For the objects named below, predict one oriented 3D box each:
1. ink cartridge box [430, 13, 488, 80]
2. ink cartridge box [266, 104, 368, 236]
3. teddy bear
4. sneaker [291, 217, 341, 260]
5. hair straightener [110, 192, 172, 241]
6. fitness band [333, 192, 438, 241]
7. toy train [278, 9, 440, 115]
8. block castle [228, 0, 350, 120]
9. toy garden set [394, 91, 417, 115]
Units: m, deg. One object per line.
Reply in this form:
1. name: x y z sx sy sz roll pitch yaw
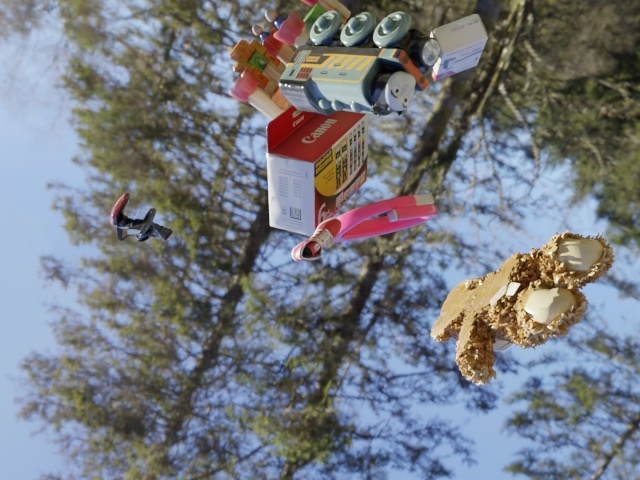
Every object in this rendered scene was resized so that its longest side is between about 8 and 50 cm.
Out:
1. ink cartridge box: 0.269 -0.382 1.521 0.135 0.099 0.056 75 174 -80
2. ink cartridge box: -0.001 -0.206 1.855 0.130 0.271 0.309 15 -143 22
3. teddy bear: 0.292 0.097 1.096 0.113 0.338 0.245 34 -129 -7
4. sneaker: 0.000 0.000 1.466 0.042 0.118 0.067 51 170 -10
5. hair straightener: -0.261 -0.014 1.095 0.089 0.047 0.230 31 163 -13
6. fitness band: 0.152 -0.049 1.815 0.291 0.209 0.054 -8 -102 -44
7. toy train: 0.069 -0.322 1.437 0.334 0.190 0.142 19 165 46
8. block castle: -0.100 -0.565 2.185 0.213 0.303 0.453 37 -149 -14
9. toy garden set: 0.101 -0.337 1.768 0.244 0.049 0.204 2 171 4
